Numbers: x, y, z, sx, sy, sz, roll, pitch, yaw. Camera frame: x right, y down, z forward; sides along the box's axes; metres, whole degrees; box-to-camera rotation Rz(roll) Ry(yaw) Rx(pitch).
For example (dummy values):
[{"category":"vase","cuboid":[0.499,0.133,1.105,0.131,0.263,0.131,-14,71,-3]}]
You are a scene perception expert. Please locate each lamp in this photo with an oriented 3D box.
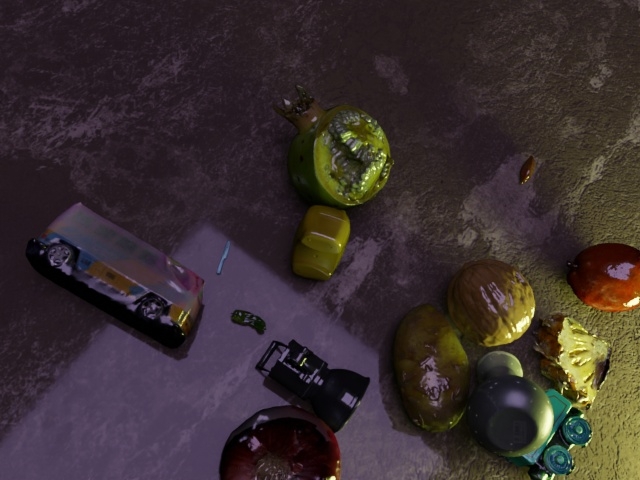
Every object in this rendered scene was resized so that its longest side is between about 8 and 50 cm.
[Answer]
[{"category":"lamp","cuboid":[-0.022,0.300,1.435,0.227,0.172,0.147,34,69,1]}]

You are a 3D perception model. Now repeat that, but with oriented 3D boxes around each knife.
[{"category":"knife","cuboid":[-0.233,0.040,1.577,0.014,0.005,0.091,16,68,-3]}]

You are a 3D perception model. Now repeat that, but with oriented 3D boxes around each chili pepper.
[{"category":"chili pepper","cuboid":[-0.168,0.186,1.527,0.091,0.034,0.030,25,101,-2]}]

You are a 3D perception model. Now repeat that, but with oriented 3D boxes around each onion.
[{"category":"onion","cuboid":[-0.078,0.492,1.365,0.272,0.195,0.272,-11,46,11]}]

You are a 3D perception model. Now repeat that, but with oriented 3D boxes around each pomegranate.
[{"category":"pomegranate","cuboid":[0.024,-0.223,1.582,0.260,0.260,0.341,-44,101,-21]}]

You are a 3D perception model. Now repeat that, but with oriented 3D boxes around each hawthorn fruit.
[{"category":"hawthorn fruit","cuboid":[0.718,0.086,1.646,0.202,0.185,0.185,15,68,3]}]

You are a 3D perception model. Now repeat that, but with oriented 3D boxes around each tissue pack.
[{"category":"tissue pack","cuboid":[0.000,0.000,1.544,0.123,0.178,0.127,16,48,-3]}]

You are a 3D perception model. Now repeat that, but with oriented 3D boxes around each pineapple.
[{"category":"pineapple","cuboid":[0.624,0.289,1.601,0.186,0.114,0.236,-18,84,-16]}]

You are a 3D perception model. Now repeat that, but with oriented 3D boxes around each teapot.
[{"category":"teapot","cuboid":[0.410,0.348,1.447,0.183,0.251,0.184,3,109,9]}]

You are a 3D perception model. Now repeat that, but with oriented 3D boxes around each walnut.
[{"category":"walnut","cuboid":[0.404,0.144,1.556,0.213,0.213,0.213,3,70,-9]}]

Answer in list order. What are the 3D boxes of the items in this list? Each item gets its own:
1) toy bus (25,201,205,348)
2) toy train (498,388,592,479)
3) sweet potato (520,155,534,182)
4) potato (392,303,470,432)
[{"category":"toy bus","cuboid":[-0.433,0.076,1.442,0.386,0.171,0.162,30,64,1]},{"category":"toy train","cuboid":[0.517,0.450,1.510,0.163,0.112,0.203,39,66,11]},{"category":"sweet potato","cuboid":[0.572,-0.198,1.797,0.034,0.034,0.095,24,70,-1]},{"category":"potato","cuboid":[0.256,0.289,1.504,0.176,0.141,0.298,4,70,-20]}]
